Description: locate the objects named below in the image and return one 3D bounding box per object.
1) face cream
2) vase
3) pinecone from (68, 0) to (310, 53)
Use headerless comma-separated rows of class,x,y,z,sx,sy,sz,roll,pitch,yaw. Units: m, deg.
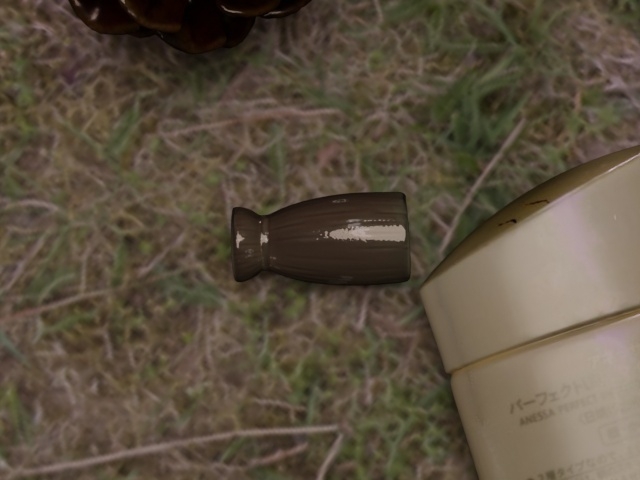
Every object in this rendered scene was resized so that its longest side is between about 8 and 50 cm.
face cream,0.175,0.128,1.017,0.173,0.081,0.349,-18,80,-5
vase,0.000,0.000,1.052,0.100,0.053,0.053,-2,79,1
pinecone,-0.066,-0.206,1.019,0.207,0.208,0.208,0,79,-2
